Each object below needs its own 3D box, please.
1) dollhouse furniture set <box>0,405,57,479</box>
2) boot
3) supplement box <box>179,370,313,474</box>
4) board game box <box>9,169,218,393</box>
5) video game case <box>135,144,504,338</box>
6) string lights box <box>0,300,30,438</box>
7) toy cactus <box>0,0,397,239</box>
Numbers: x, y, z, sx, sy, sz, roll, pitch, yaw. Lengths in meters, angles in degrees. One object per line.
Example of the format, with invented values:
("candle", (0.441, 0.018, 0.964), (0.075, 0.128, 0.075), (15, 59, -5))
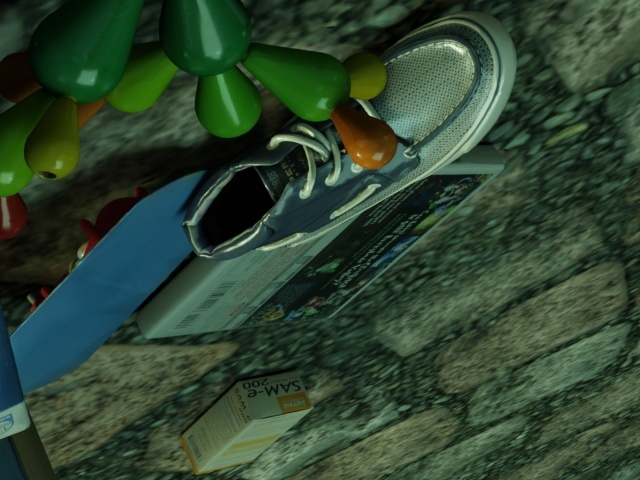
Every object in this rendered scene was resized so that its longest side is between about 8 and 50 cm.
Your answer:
("dollhouse furniture set", (-0.293, 0.172, 0.805), (0.286, 0.198, 0.303), (-31, 159, 12))
("boot", (0.014, -0.047, 0.809), (0.190, 0.069, 0.086), (-40, 169, 35))
("supplement box", (-0.060, 0.145, 1.256), (0.062, 0.036, 0.098), (-7, 153, -42))
("board game box", (-0.122, 0.013, 0.848), (0.168, 0.033, 0.133), (-46, 167, 4))
("video game case", (0.000, 0.000, 0.996), (0.173, 0.022, 0.190), (-3, 149, -47))
("string lights box", (-0.172, -0.016, 0.581), (0.077, 0.133, 0.259), (-20, 159, -14))
("toy cactus", (-0.049, -0.089, 0.608), (0.219, 0.112, 0.180), (-23, 146, -8))
